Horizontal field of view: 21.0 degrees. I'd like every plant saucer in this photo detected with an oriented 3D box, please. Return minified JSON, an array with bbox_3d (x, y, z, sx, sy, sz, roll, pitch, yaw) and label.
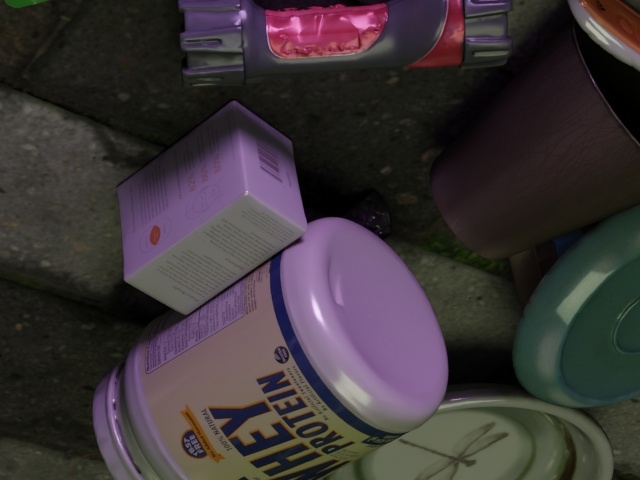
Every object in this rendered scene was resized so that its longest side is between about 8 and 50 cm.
[{"bbox_3d":[0.161,0.282,2.166,0.400,0.101,0.400,-7,139,-6],"label":"plant saucer"},{"bbox_3d":[0.361,0.079,1.946,0.317,0.044,0.318,-19,136,-19],"label":"plant saucer"}]

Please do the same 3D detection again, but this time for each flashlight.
[{"bbox_3d":[0.022,-0.201,1.595,0.304,0.103,0.103,-3,176,-4],"label":"flashlight"}]

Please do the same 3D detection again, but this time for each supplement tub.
[{"bbox_3d":[-0.056,0.146,1.803,0.325,0.235,0.235,-32,135,29],"label":"supplement tub"}]

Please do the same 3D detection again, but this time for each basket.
[{"bbox_3d":[0.233,-0.086,1.722,0.227,0.154,0.204,-36,94,35],"label":"basket"}]

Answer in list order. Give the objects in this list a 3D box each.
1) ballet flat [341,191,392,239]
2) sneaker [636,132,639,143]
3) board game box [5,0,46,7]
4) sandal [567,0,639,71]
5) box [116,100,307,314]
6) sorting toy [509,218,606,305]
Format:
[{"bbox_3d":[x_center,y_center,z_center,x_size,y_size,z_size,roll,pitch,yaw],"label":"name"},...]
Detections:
[{"bbox_3d":[0.000,0.000,1.866,0.173,0.049,0.057,-22,166,20],"label":"ballet flat"},{"bbox_3d":[0.477,-0.067,1.795,0.313,0.136,0.116,-8,141,-19],"label":"sneaker"},{"bbox_3d":[-0.169,-0.284,1.501,0.259,0.039,0.124,-16,139,2],"label":"board game box"},{"bbox_3d":[0.347,-0.190,1.670,0.265,0.102,0.076,27,129,-33],"label":"sandal"},{"bbox_3d":[-0.111,-0.031,1.728,0.170,0.130,0.091,-34,134,26],"label":"box"},{"bbox_3d":[0.308,0.006,1.925,0.196,0.047,0.348,-15,139,5],"label":"sorting toy"}]
